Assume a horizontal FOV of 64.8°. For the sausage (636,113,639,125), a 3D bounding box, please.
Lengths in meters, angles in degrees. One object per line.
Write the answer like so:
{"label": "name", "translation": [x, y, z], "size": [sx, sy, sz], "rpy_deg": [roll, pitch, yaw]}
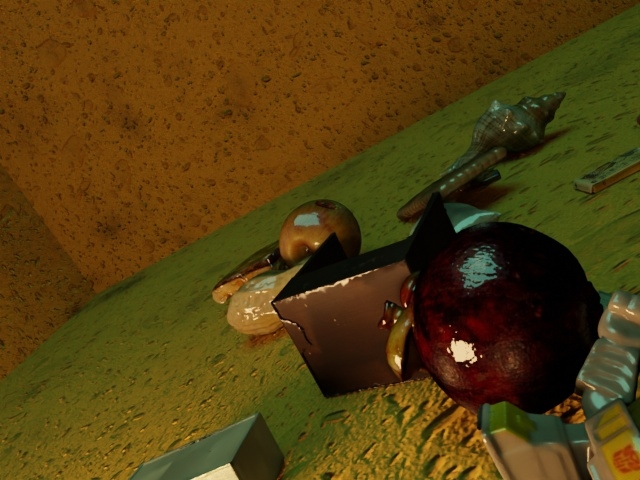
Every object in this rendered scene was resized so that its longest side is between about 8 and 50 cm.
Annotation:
{"label": "sausage", "translation": [0.735, -0.267, 1.123], "size": [0.034, 0.034, 0.083], "rpy_deg": [-25, 17, 19]}

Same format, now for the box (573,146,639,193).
{"label": "box", "translation": [0.592, -0.142, 1.014], "size": [0.149, 0.020, 0.073], "rpy_deg": [-29, 16, 5]}

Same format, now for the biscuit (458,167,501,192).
{"label": "biscuit", "translation": [0.443, -0.173, 1.387], "size": [0.119, 0.019, 0.130], "rpy_deg": [-38, 17, -25]}

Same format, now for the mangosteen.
{"label": "mangosteen", "translation": [0.188, 0.094, 0.604], "size": [0.265, 0.228, 0.228], "rpy_deg": [-9, 25, 34]}

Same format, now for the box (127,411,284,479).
{"label": "box", "translation": [-0.177, 0.348, 0.707], "size": [0.225, 0.086, 0.129], "rpy_deg": [-26, 4, 14]}

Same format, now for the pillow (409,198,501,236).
{"label": "pillow", "translation": [0.284, -0.029, 1.111], "size": [0.144, 0.078, 0.254], "rpy_deg": [-33, 13, 0]}

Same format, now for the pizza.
{"label": "pizza", "translation": [-0.139, 0.069, 1.513], "size": [0.408, 0.114, 0.277], "rpy_deg": [-35, 15, -16]}

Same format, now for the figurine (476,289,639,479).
{"label": "figurine", "translation": [0.278, 0.167, 0.373], "size": [0.308, 0.143, 0.309], "rpy_deg": [-13, 60, 23]}

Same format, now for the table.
{"label": "table", "translation": [0.109, 0.085, 0.873], "size": [0.250, 0.196, 0.282], "rpy_deg": [-22, 15, 30]}

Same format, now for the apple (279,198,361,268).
{"label": "apple", "translation": [0.000, 0.000, 1.305], "size": [0.211, 0.211, 0.188], "rpy_deg": [-20, 16, 33]}

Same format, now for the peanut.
{"label": "peanut", "translation": [-0.079, 0.125, 1.176], "size": [0.313, 0.149, 0.149], "rpy_deg": [-23, 17, 25]}

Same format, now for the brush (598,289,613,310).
{"label": "brush", "translation": [0.387, 0.111, 0.609], "size": [0.083, 0.011, 0.205], "rpy_deg": [-31, 16, -8]}

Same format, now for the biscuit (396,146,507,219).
{"label": "biscuit", "translation": [0.328, -0.146, 1.319], "size": [0.217, 0.044, 0.325], "rpy_deg": [-32, -1, -12]}

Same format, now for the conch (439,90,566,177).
{"label": "conch", "translation": [0.516, -0.318, 1.460], "size": [0.386, 0.170, 0.203], "rpy_deg": [-18, -6, 31]}
